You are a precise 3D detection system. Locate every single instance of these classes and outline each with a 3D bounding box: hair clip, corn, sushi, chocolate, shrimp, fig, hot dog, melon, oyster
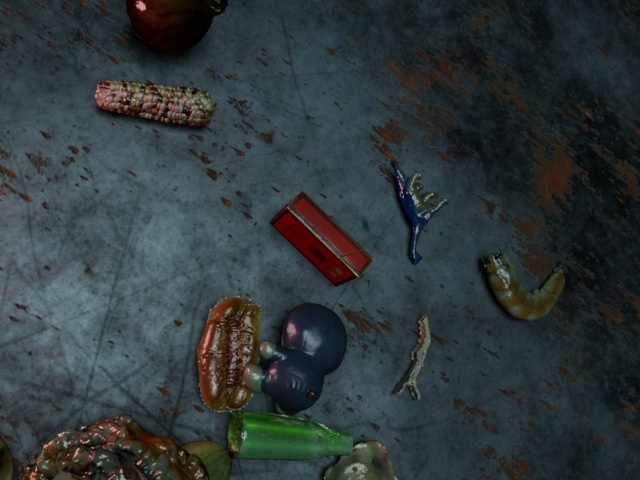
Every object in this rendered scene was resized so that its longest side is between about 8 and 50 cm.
[{"bbox_3d":[0.255,0.303,1.667,0.072,0.034,0.226,29,68,-16],"label":"hair clip"},{"bbox_3d":[-0.389,-0.331,1.548,0.280,0.092,0.092,5,76,-15],"label":"corn"},{"bbox_3d":[-0.406,0.540,1.231,0.417,0.176,0.418,0,89,13],"label":"sushi"},{"bbox_3d":[-0.062,0.451,1.470,0.291,0.110,0.110,13,74,-23],"label":"chocolate"},{"bbox_3d":[0.583,0.132,1.809,0.286,0.068,0.185,5,78,-21],"label":"shrimp"},{"bbox_3d":[-0.345,-0.562,1.528,0.214,0.235,0.235,39,68,-7],"label":"fig"},{"bbox_3d":[-0.208,0.259,1.484,0.144,0.075,0.268,10,77,-21],"label":"hot dog"},{"bbox_3d":[-0.277,0.508,1.368,0.192,0.139,0.139,-33,91,-21],"label":"melon"},{"bbox_3d":[0.096,0.675,1.497,0.204,0.111,0.396,-8,76,-7],"label":"oyster"}]

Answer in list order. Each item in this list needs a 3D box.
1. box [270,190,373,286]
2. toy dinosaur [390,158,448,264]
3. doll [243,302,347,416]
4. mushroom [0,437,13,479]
[{"bbox_3d":[-0.001,0.001,1.577,0.240,0.153,0.074,43,63,-6],"label":"box"},{"bbox_3d":[0.229,-0.084,1.730,0.247,0.075,0.188,45,75,-12],"label":"toy dinosaur"},{"bbox_3d":[-0.041,0.267,1.500,0.228,0.154,0.258,51,48,-33],"label":"doll"},{"bbox_3d":[-0.732,0.450,1.228,0.217,0.212,0.292,2,88,25],"label":"mushroom"}]
